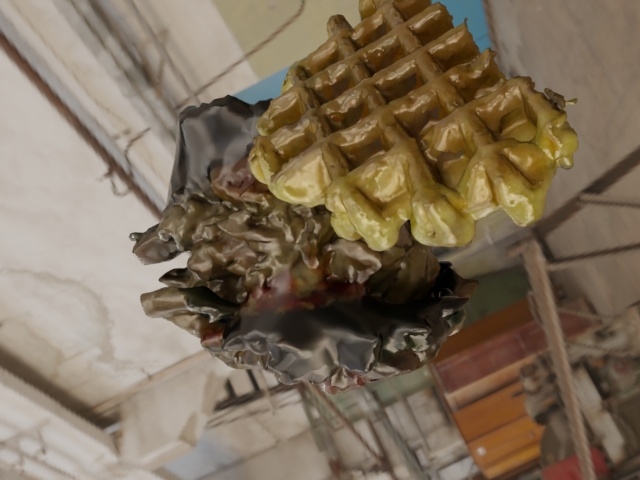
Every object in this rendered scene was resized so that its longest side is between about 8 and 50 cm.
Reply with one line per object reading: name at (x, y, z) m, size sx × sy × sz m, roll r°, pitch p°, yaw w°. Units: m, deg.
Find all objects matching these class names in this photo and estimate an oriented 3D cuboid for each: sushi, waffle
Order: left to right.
sushi at (0.000, 0.006, 0.705) m, size 0.225 × 0.238 × 0.219 m, roll 11°, pitch -113°, yaw -57°
waffle at (0.047, -0.065, 0.445) m, size 0.192 × 0.161 × 0.046 m, roll 14°, pitch 146°, yaw 46°
